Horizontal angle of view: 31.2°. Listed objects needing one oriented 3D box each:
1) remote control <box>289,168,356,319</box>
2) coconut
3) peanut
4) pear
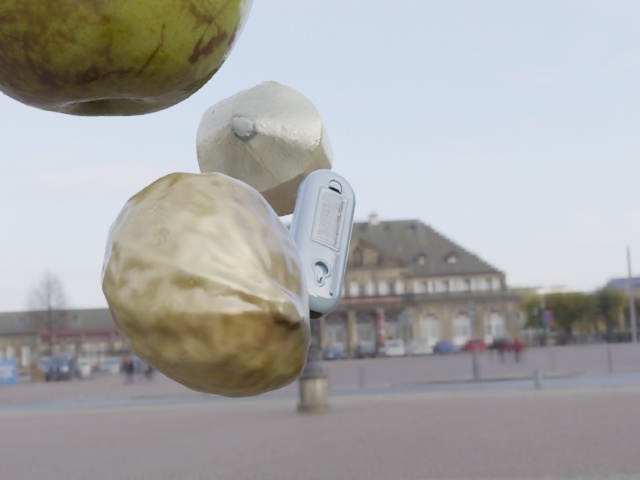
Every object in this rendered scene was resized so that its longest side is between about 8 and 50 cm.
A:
[{"bbox_3d":[0.000,0.000,1.585,0.087,0.244,0.047,26,-40,-21],"label":"remote control"},{"bbox_3d":[-0.094,-0.155,1.921,0.241,0.241,0.241,-3,-5,0],"label":"coconut"},{"bbox_3d":[-0.073,0.028,0.750,0.109,0.159,0.140,-34,-36,22],"label":"peanut"},{"bbox_3d":[-0.188,-0.240,0.976,0.283,0.284,0.283,-3,-5,0],"label":"pear"}]
